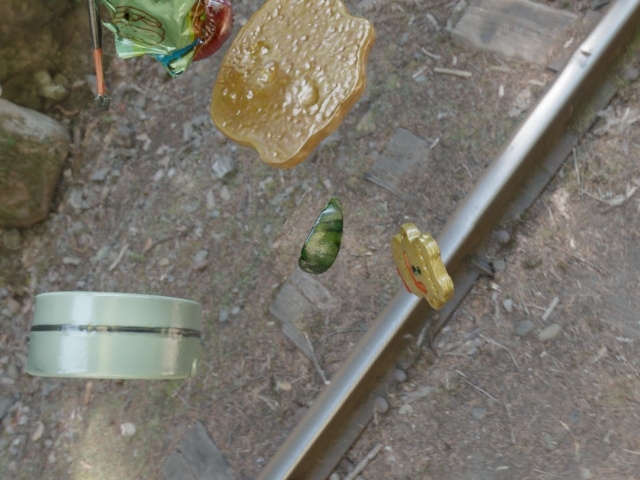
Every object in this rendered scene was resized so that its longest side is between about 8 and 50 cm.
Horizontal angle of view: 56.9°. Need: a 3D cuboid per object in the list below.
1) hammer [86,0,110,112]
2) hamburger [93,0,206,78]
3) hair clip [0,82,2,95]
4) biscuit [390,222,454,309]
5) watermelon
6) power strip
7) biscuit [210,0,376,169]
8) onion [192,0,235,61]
[{"bbox_3d":[-0.485,-0.419,1.282,0.111,0.033,0.288,-126,35,-55],"label":"hammer"},{"bbox_3d":[-0.356,-0.473,1.162,0.150,0.276,0.260,-49,3,-37],"label":"hamburger"},{"bbox_3d":[-0.403,-0.156,0.627,0.172,0.116,0.049,164,93,-72],"label":"hair clip"},{"bbox_3d":[0.174,0.047,1.076,0.036,0.225,0.166,-24,96,-9],"label":"biscuit"},{"bbox_3d":[-0.007,-0.001,1.279,0.182,0.075,0.092,-66,31,18],"label":"watermelon"},{"bbox_3d":[-0.429,0.198,1.222,0.357,0.357,0.162,-5,77,31],"label":"power strip"},{"bbox_3d":[-0.065,-0.361,1.278,0.365,0.062,0.385,39,96,30],"label":"biscuit"},{"bbox_3d":[-0.324,-0.547,1.402,0.229,0.163,0.230,-5,72,16],"label":"onion"}]
